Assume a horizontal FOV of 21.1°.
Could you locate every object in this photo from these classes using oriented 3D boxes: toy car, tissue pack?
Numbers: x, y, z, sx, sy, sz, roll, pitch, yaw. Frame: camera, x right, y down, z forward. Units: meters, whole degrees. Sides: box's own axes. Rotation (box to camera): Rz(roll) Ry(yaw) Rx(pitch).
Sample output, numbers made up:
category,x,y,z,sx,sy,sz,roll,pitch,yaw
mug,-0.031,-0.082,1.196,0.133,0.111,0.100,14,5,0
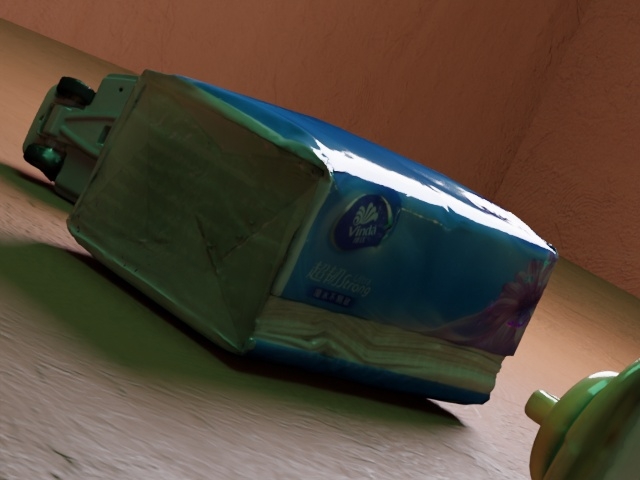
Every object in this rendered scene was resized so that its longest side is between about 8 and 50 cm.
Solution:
category,x,y,z,sx,sy,sz,roll,pitch,yaw
toy car,-0.152,-0.065,1.342,0.139,0.112,0.112,19,-12,25
tissue pack,0.000,0.000,1.147,0.198,0.146,0.263,32,8,40

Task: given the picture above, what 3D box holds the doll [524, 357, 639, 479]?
category,x,y,z,sx,sy,sz,roll,pitch,yaw
doll,0.213,0.148,0.796,0.208,0.144,0.271,29,4,-12
